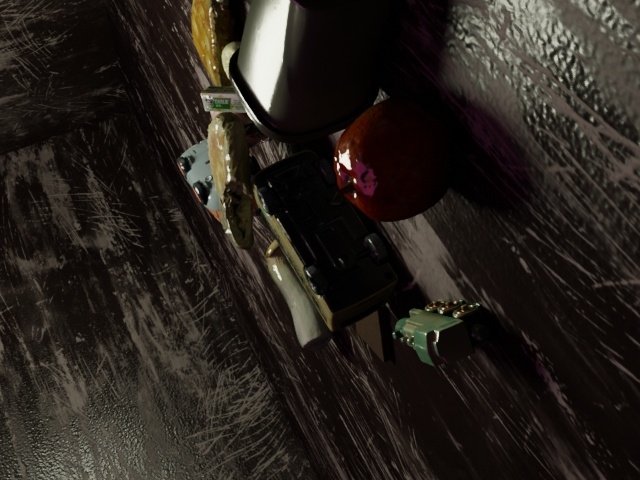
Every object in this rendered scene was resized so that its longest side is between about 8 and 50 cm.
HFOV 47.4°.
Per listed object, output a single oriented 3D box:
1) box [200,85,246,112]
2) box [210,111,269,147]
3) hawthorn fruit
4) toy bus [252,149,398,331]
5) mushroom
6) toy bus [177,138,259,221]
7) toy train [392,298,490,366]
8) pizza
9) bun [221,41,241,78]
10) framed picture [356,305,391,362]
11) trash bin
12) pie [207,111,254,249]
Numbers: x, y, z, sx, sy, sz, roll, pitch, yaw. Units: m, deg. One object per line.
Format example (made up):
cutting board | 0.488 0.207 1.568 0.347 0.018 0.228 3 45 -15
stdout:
box | -0.188 -0.333 1.729 0.207 0.041 0.049 8 128 26
box | -0.210 -0.308 1.847 0.151 0.151 0.135 147 108 -73
hawthorn fruit | 0.095 -0.111 1.088 0.179 0.200 0.179 56 165 23
toy bus | 0.000 0.000 1.555 0.365 0.177 0.202 59 167 21
mushroom | -0.062 0.149 2.018 0.328 0.122 0.159 65 154 9
toy bus | -0.287 -0.171 2.206 0.287 0.194 0.232 51 169 40
toy train | 0.199 0.152 1.237 0.194 0.125 0.080 2 110 70
pizza | -0.269 -0.552 1.812 0.268 0.087 0.257 91 155 -51
bun | -0.180 -0.419 1.730 0.115 0.069 0.115 36 145 31
framed picture | 0.116 0.184 1.693 0.128 0.023 0.168 45 153 49
trash bin | -0.011 -0.321 1.131 0.219 0.219 0.250 57 154 23
pie | -0.204 -0.145 1.675 0.337 0.075 0.337 171 90 -77
